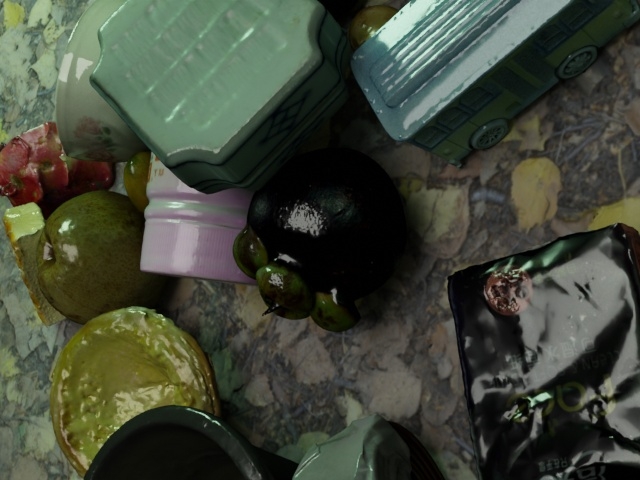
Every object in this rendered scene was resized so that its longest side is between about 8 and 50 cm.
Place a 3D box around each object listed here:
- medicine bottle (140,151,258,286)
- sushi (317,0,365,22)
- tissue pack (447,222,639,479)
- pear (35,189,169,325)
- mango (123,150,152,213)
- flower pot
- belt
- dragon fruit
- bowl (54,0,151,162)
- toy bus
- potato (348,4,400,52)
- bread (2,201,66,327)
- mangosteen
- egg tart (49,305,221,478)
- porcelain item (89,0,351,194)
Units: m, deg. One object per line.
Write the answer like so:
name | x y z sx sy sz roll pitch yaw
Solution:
medicine bottle | -0.154 -0.096 1.381 0.202 0.202 0.316 3 83 36
sushi | -0.061 -0.389 1.385 0.350 0.170 0.211 -41 59 23
tissue pack | 0.289 0.164 1.073 0.245 0.123 0.333 -19 72 34
pear | -0.358 0.025 1.500 0.188 0.211 0.229 -33 64 29
mango | -0.261 -0.089 1.482 0.089 0.163 0.111 -5 97 21
flower pot | -0.117 0.412 1.241 0.379 0.251 0.380 -8 76 35
belt | 0.089 0.386 1.118 0.122 0.217 0.339 -32 62 27
dragon fruit | -0.494 -0.109 1.651 0.274 0.161 0.126 -33 62 25
bowl | -0.296 -0.246 1.491 0.145 0.277 0.277 14 91 9
toy bus | 0.215 -0.250 1.151 0.312 0.190 0.152 -39 62 24
potato | 0.073 -0.299 1.339 0.103 0.066 0.096 31 97 37
bread | -0.488 0.043 1.609 0.125 0.068 0.188 -132 28 -57
mangosteen | 0.000 0.000 1.245 0.243 0.243 0.243 -7 79 35
egg tart | -0.276 0.250 1.440 0.314 0.120 0.315 0 91 21
porcelain item | -0.124 -0.224 1.196 0.286 0.157 0.281 -47 66 1
